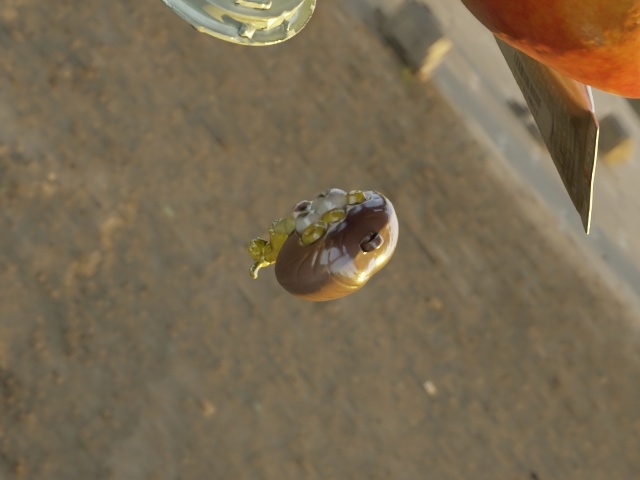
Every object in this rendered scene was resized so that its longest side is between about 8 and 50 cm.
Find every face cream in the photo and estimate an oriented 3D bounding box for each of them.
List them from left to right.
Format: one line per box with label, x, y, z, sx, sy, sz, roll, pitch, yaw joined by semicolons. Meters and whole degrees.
face cream;0.207;-0.174;1.676;0.137;0.084;0.341;88;-8;-48

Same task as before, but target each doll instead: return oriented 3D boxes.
doll;-0.007;0.005;1.822;0.096;0.188;0.145;64;35;-20

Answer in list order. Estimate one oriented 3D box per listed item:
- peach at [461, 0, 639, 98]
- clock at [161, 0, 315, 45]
peach;0.208;-0.275;1.424;0.289;0.289;0.308;28;63;-52
clock;-0.092;-0.304;1.803;0.236;0.053;0.236;19;53;-27
